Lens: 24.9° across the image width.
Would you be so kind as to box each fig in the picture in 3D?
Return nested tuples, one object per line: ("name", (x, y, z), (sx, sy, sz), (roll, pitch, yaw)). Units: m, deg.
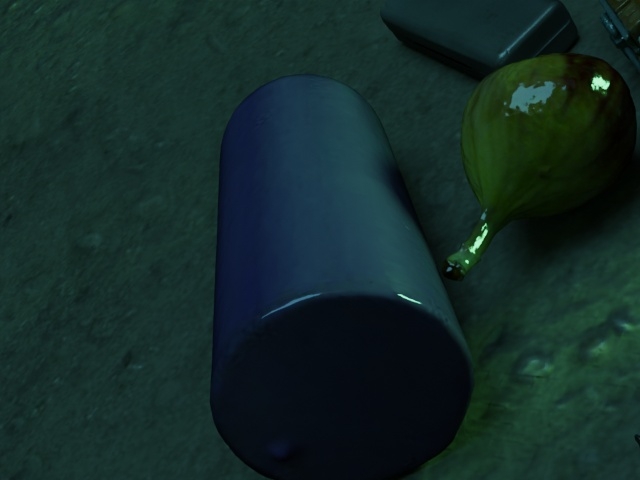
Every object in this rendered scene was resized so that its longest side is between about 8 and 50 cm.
("fig", (0.167, -0.076, 1.272), (0.231, 0.143, 0.160), (-29, 8, -22))

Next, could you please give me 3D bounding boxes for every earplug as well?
("earplug", (0.000, 0.000, 1.337), (0.215, 0.215, 0.456), (-30, 33, 14))

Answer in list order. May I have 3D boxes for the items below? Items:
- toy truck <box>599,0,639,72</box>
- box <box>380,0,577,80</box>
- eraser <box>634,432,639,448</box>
("toy truck", (0.342, -0.214, 1.311), (0.162, 0.136, 0.305), (-37, 32, 16))
("box", (0.165, -0.235, 1.557), (0.103, 0.055, 0.244), (-45, 35, -6))
("eraser", (0.350, 0.110, 0.993), (0.227, 0.081, 0.174), (-43, 35, -2))
